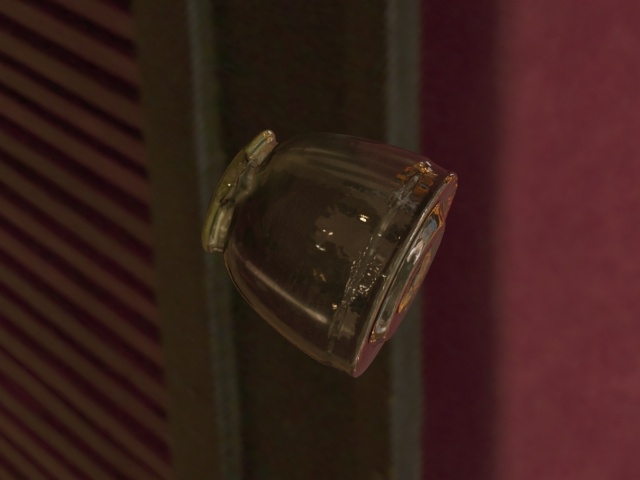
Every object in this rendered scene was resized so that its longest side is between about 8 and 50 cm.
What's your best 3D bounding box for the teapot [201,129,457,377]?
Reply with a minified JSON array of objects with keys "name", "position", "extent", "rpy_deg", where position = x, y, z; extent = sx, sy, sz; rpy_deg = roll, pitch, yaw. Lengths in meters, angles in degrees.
[{"name":"teapot","position":[-0.004,0.005,0.748],"extent":[0.092,0.090,0.124],"rpy_deg":[-55,169,-36]}]
